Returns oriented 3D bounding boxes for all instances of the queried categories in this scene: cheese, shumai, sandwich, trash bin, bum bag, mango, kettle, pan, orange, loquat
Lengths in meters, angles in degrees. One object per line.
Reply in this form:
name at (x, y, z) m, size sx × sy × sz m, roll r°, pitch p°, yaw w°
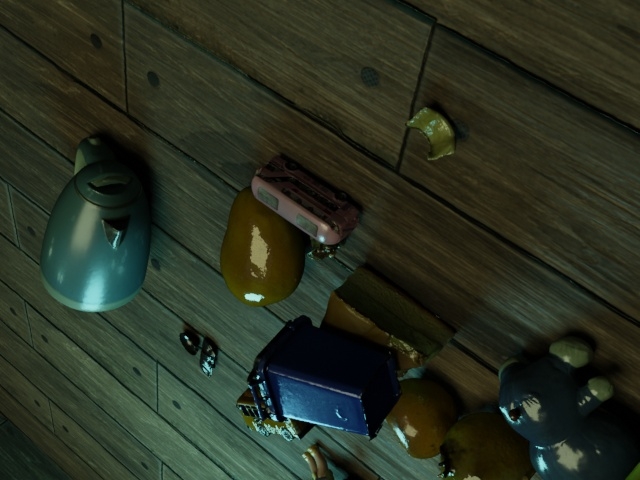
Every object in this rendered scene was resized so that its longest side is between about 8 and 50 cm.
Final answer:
cheese at (0.171, -0.157, 1.298) m, size 0.060 × 0.041 × 0.084 m, roll -39°, pitch 76°, yaw 47°
shumai at (0.000, 0.000, 1.586) m, size 0.082 × 0.080 × 0.083 m, roll 48°, pitch 146°, yaw 6°
sandwich at (0.115, 0.180, 1.604) m, size 0.220 × 0.108 × 0.186 m, roll 34°, pitch 142°, yaw 16°
trash bin at (0.008, 0.255, 1.548) m, size 0.234 × 0.184 × 0.163 m, roll 12°, pitch 131°, yaw 33°
bum bag at (-0.287, 0.300, 2.201) m, size 0.058 × 0.034 × 0.124 m, roll 49°, pitch 147°, yaw 30°
mango at (-0.109, 0.020, 1.673) m, size 0.175 × 0.139 × 0.255 m, roll 29°, pitch 133°, yaw 16°
kettle at (-0.512, -0.063, 1.978) m, size 0.319 × 0.247 × 0.342 m, roll 60°, pitch 144°, yaw 33°
pan at (-0.321, 0.263, 2.204) m, size 0.115 × 0.023 × 0.068 m, roll 5°, pitch 123°, yaw 56°
orange at (0.194, 0.336, 1.651) m, size 0.156 × 0.134 × 0.157 m, roll -21°, pitch -90°, yaw -88°
loquat at (0.306, 0.394, 1.548) m, size 0.204 × 0.172 × 0.149 m, roll 1°, pitch 158°, yaw -4°

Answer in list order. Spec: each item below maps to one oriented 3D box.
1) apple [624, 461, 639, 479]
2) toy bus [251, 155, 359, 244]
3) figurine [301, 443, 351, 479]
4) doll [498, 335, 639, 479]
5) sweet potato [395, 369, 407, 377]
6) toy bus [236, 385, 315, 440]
apple at (0.558, 0.448, 1.191) m, size 0.339 × 0.339 × 0.340 m, roll 28°, pitch 139°, yaw 28°
toy bus at (-0.029, -0.072, 1.546) m, size 0.203 × 0.090 × 0.063 m, roll 35°, pitch 142°, yaw 22°
figurine at (0.029, 0.607, 2.071) m, size 0.240 × 0.115 × 0.175 m, roll 48°, pitch 142°, yaw 13°
doll at (0.400, 0.297, 1.388) m, size 0.258 × 0.154 × 0.228 m, roll 47°, pitch 141°, yaw -8°
sweet potato at (0.136, 0.245, 1.686) m, size 0.068 × 0.060 × 0.206 m, roll 22°, pitch 153°, yaw -27°
toy bus at (-0.102, 0.393, 2.032) m, size 0.201 × 0.098 × 0.114 m, roll -5°, pitch 117°, yaw 48°
